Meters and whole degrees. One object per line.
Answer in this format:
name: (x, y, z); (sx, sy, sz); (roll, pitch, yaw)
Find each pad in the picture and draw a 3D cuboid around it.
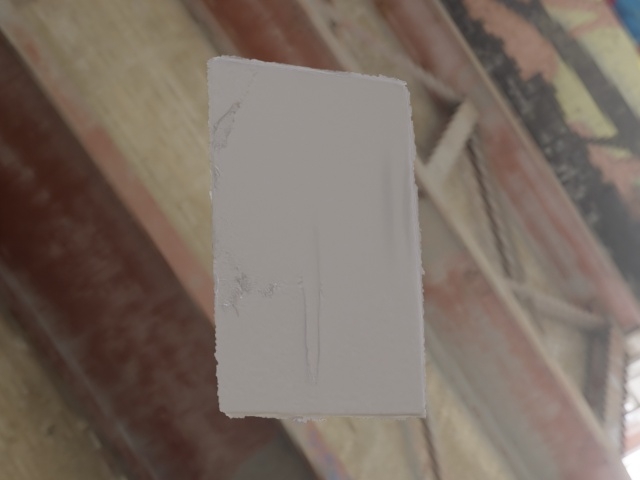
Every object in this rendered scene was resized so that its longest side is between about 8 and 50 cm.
pad: (0.000, 0.000, 0.949); (0.156, 0.004, 0.232); (4, -103, -31)
